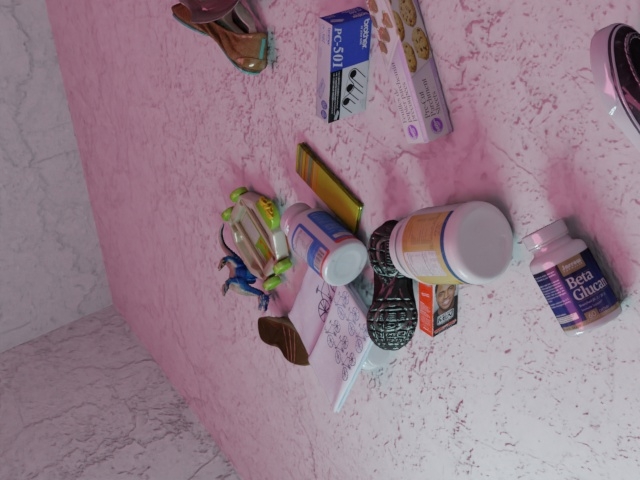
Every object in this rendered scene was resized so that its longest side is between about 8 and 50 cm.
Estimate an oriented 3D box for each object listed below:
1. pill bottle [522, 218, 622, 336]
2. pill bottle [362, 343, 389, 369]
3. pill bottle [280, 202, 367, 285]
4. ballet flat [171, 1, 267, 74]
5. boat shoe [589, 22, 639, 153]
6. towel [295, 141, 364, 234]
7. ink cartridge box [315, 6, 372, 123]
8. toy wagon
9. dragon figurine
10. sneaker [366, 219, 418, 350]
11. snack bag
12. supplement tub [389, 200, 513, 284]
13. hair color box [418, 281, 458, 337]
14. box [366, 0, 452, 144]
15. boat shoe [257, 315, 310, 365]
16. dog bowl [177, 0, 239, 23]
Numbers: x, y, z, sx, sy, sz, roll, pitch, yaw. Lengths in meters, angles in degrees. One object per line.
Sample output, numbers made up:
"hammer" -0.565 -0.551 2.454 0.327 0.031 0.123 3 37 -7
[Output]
"pill bottle" 0.385 0.055 1.140 0.169 0.094 0.094 62 152 6
"pill bottle" 0.100 0.275 1.805 0.160 0.087 0.087 -14 99 61
"pill bottle" 0.000 0.000 1.721 0.221 0.124 0.124 44 145 42
"ballet flat" -0.233 -0.524 1.747 0.342 0.116 0.124 45 126 33
"boat shoe" 0.438 -0.140 0.886 0.301 0.108 0.102 63 152 0
"towel" 0.018 -0.124 1.712 0.237 0.021 0.102 48 153 27
"ink cartridge box" 0.043 -0.336 1.415 0.046 0.097 0.207 42 144 37
"toy wagon" -0.167 -0.023 2.054 0.267 0.068 0.344 58 150 13
"dragon figurine" -0.232 0.090 2.230 0.085 0.144 0.289 125 136 -60
"sneaker" 0.156 0.091 1.531 0.109 0.130 0.286 5 109 10
"snack bag" 0.017 0.199 1.817 0.342 0.037 0.323 61 144 39
"supplement tub" 0.229 0.008 1.317 0.200 0.144 0.144 -6 107 61
"hair color box" 0.236 0.117 1.467 0.043 0.072 0.141 32 138 46
"box" 0.148 -0.331 1.276 0.063 0.067 0.324 3 113 59
"boat shoe" -0.074 0.275 2.100 0.302 0.098 0.109 15 111 58
"dog bowl" -0.278 -0.656 1.588 0.349 0.102 0.348 19 132 22
